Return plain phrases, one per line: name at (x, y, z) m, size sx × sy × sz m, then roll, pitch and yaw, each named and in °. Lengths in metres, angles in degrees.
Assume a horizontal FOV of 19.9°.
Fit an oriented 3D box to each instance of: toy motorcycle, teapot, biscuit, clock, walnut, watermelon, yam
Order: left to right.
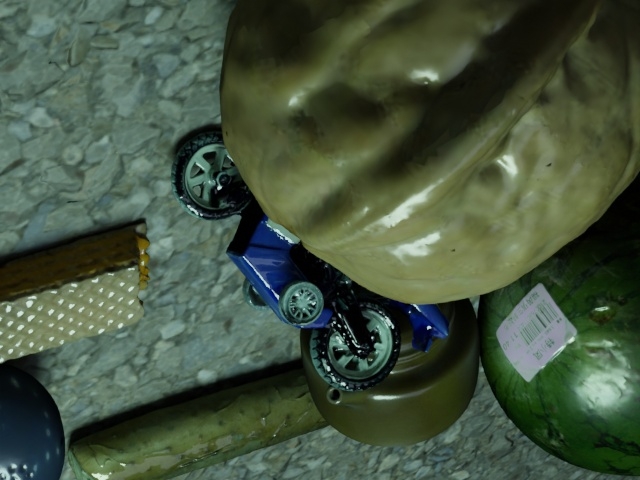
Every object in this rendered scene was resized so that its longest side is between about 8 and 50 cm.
clock at (-0.360, 0.210, 1.724) m, size 0.243 × 0.146 × 0.199 m, roll -18°, pitch 116°, yaw -20°
biscuit at (-0.328, 0.078, 1.673) m, size 0.379 × 0.054 × 0.094 m, roll -16°, pitch 142°, yaw -21°
yam at (-0.088, 0.194, 1.972) m, size 0.372 × 0.083 × 0.083 m, roll -17°, pitch 142°, yaw -21°
toy motorcycle at (0.000, 0.000, 1.722) m, size 0.169 × 0.113 × 0.315 m, roll -44°, pitch 110°, yaw -13°
teapot at (0.077, 0.083, 1.877) m, size 0.267 × 0.186 × 0.175 m, roll -57°, pitch 157°, yaw -33°
walnut at (0.095, -0.132, 1.513) m, size 0.381 × 0.381 × 0.381 m, roll -20°, pitch 143°, yaw -16°
watermelon at (0.341, 0.084, 1.939) m, size 0.363 × 0.363 × 0.363 m, roll -20°, pitch 143°, yaw -16°
